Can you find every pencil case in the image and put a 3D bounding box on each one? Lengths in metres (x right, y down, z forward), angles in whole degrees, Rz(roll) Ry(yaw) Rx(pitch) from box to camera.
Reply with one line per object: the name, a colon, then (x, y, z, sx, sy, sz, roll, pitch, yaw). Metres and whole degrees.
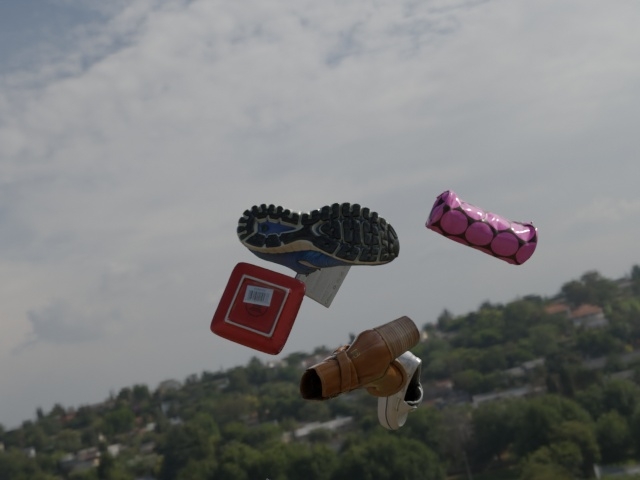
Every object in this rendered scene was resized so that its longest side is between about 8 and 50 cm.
pencil case: (0.311, -0.029, 1.796, 0.209, 0.098, 0.095, 23, -23, -8)

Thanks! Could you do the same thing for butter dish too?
butter dish: (-0.114, 0.145, 1.859, 0.160, 0.160, 0.118, 17, -15, 17)

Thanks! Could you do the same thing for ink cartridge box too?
ink cartridge box: (0.010, 0.045, 2.419, 0.045, 0.223, 0.224, 26, -6, 32)

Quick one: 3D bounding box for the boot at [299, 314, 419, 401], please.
boot: (0.064, 0.263, 1.780, 0.220, 0.109, 0.283, -26, -19, -23)

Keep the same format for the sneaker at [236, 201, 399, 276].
sneaker: (0.000, 0.000, 1.922, 0.330, 0.129, 0.147, 7, -21, 9)

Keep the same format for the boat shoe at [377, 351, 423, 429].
boat shoe: (0.192, 0.349, 2.133, 0.088, 0.267, 0.096, 23, 43, 25)

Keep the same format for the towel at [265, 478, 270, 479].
towel: (-0.092, 0.613, 1.601, 0.056, 0.324, 0.312, 7, -37, 27)
